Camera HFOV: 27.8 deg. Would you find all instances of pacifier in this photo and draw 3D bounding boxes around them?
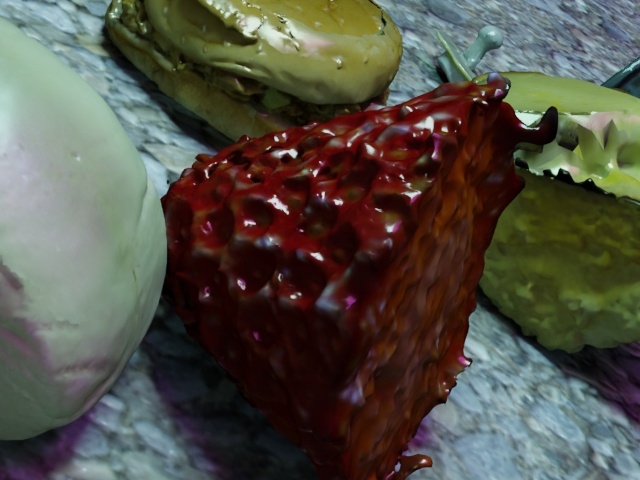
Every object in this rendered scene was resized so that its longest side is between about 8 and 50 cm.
[{"bbox_3d":[0.142,-0.165,1.171,0.068,0.064,0.083,30,26,-43],"label":"pacifier"}]

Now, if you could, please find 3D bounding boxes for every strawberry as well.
[{"bbox_3d":[0.000,0.000,0.682,0.178,0.234,0.234,21,26,19],"label":"strawberry"}]

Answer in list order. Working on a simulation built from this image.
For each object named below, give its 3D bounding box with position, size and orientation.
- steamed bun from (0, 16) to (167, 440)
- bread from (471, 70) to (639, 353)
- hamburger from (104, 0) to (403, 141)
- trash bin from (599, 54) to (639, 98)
[{"bbox_3d":[-0.175,-0.031,0.589,0.238,0.153,0.170,30,31,-3],"label":"steamed bun"},{"bbox_3d":[0.205,-0.028,0.930,0.262,0.163,0.204,25,38,21],"label":"bread"},{"bbox_3d":[-0.042,-0.146,0.934,0.213,0.108,0.214,21,30,-13],"label":"hamburger"},{"bbox_3d":[0.286,-0.062,1.077,0.161,0.175,0.175,51,33,10],"label":"trash bin"}]
